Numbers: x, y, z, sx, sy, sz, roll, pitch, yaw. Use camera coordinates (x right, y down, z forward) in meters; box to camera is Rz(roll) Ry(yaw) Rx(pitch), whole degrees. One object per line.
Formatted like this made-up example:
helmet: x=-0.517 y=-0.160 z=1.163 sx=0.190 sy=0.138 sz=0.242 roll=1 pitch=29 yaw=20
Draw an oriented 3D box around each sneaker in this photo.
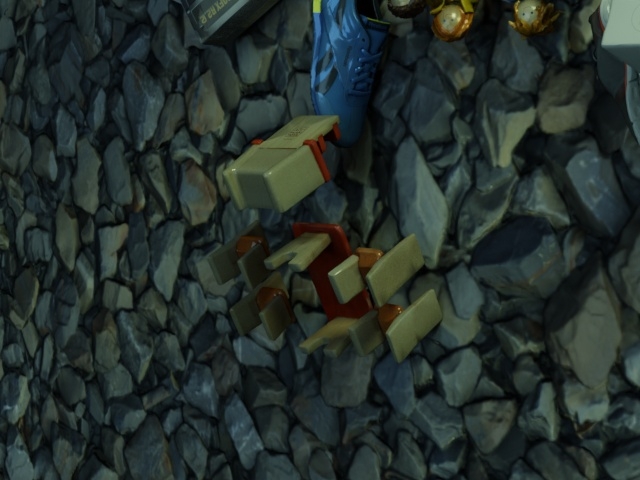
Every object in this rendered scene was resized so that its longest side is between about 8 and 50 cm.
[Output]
sneaker: x=0.038 y=-0.211 z=1.410 sx=0.082 sy=0.069 sz=0.209 roll=4 pitch=97 yaw=40
sneaker: x=0.299 y=-0.160 z=1.183 sx=0.065 sy=0.061 sz=0.158 roll=148 pitch=111 yaw=-70

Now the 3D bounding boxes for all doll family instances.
doll family: x=0.181 y=-0.286 z=1.253 sx=0.263 sy=0.118 sz=0.163 roll=-6 pitch=84 yaw=26

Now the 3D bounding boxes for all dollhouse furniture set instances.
dollhouse furniture set: x=0.000 y=0.000 z=1.420 sx=0.262 sy=0.135 sz=0.259 roll=5 pitch=125 yaw=44

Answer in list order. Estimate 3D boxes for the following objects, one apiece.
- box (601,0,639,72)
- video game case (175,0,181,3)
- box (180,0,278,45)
box: x=0.351 y=-0.215 z=1.066 sx=0.170 sy=0.091 sz=0.130 roll=8 pitch=82 yaw=44
video game case: x=-0.197 y=-0.416 z=1.650 sx=0.190 sy=0.022 sz=0.173 roll=30 pitch=114 yaw=37
box: x=-0.097 y=-0.380 z=1.514 sx=0.231 sy=0.056 sz=0.183 roll=-35 pitch=75 yaw=36
